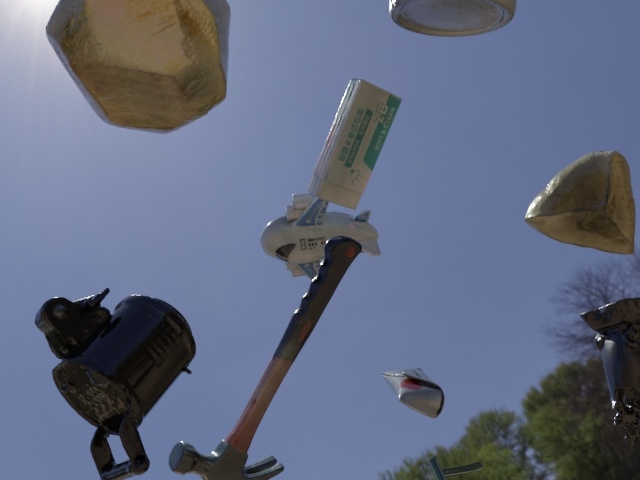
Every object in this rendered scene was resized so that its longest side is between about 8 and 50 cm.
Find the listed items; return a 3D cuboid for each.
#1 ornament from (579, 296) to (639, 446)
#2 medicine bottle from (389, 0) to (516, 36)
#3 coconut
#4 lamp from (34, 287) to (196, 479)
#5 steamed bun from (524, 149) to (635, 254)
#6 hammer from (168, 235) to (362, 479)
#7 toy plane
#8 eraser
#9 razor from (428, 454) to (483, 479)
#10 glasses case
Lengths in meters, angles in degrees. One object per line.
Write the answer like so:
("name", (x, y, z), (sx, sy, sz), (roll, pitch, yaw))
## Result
("ornament", (0.610, 0.239, 1.065), (0.251, 0.261, 0.106), (-2, -17, -32))
("medicine bottle", (0.141, -0.346, 0.571), (0.144, 0.144, 0.252), (4, -91, -28))
("coconut", (-0.224, -0.260, 0.768), (0.236, 0.237, 0.197), (1, -2, -17))
("lamp", (-0.383, 0.254, 1.179), (0.272, 0.374, 0.205), (-25, -7, -47))
("steamed bun", (0.572, -0.089, 1.214), (0.231, 0.110, 0.213), (13, -81, 8))
("hammer", (-0.036, 0.118, 0.592), (0.111, 0.033, 0.288), (37, -106, -29))
("toy plane", (-0.001, -0.004, 1.279), (0.266, 0.123, 0.267), (-5, -47, -6))
("eraser", (0.063, -0.177, 1.061), (0.095, 0.052, 0.225), (17, -78, -28))
("razor", (0.339, 0.570, 1.428), (0.191, 0.068, 0.037), (14, -51, -40))
("glasses case", (0.270, 0.428, 1.695), (0.128, 0.308, 0.083), (16, -90, -5))
